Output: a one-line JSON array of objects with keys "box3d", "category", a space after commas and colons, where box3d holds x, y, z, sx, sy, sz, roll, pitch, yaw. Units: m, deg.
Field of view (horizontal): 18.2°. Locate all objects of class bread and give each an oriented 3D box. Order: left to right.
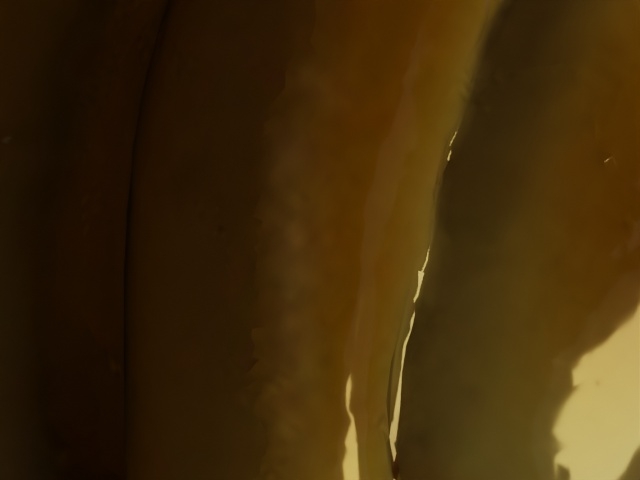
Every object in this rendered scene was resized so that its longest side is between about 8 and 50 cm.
[{"box3d": [0.031, -0.023, 0.612, 0.424, 0.245, 0.329, -58, 150, -24], "category": "bread"}]
